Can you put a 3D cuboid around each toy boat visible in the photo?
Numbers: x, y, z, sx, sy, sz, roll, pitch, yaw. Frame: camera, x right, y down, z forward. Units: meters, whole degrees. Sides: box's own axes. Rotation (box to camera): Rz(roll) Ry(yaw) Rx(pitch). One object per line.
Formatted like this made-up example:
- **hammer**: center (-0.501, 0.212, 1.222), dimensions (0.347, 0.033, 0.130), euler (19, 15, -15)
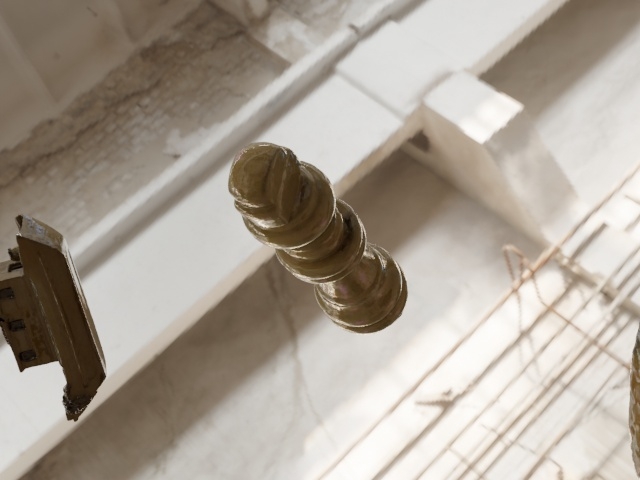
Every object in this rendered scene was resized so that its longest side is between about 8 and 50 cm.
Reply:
- **toy boat**: center (-0.247, 0.075, 0.842), dimensions (0.077, 0.057, 0.200), euler (-16, -62, -9)

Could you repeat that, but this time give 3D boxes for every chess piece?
- **chess piece**: center (0.000, 0.000, 1.047), dimensions (0.117, 0.117, 0.397), euler (-49, -27, -4)

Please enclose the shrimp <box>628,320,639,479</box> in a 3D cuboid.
- **shrimp**: center (0.394, 0.083, 0.909), dimensions (0.085, 0.272, 0.445), euler (7, -89, -12)
